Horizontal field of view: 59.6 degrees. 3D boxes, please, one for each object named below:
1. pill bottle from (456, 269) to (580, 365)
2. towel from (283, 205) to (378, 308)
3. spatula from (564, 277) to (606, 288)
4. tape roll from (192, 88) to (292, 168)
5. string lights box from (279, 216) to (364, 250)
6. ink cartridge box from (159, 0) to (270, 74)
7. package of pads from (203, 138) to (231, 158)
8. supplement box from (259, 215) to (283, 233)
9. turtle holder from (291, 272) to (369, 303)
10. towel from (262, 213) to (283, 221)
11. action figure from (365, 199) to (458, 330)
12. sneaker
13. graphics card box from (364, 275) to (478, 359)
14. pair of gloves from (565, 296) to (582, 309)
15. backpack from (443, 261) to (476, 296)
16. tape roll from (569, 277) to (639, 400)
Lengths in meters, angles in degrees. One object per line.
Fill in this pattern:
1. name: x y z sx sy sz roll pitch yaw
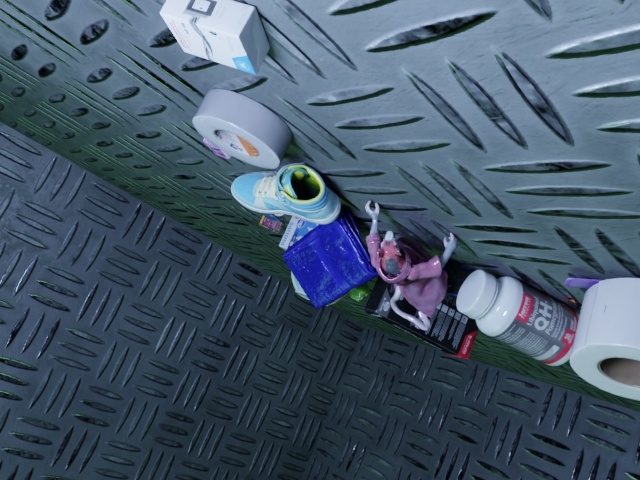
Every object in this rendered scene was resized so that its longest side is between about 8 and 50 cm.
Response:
1. pill bottle: 0.545 0.206 1.547 0.318 0.176 0.176 26 168 -10
2. towel: 0.021 0.063 1.680 0.308 0.076 0.228 -37 79 46
3. spatula: 0.708 0.132 1.263 0.296 0.030 0.084 20 168 20
4. tape roll: -0.176 -0.249 1.268 0.219 0.072 0.219 24 168 6
5. string lights box: 0.000 0.000 1.831 0.259 0.133 0.076 14 165 40
6. ink cartridge box: -0.182 -0.343 0.903 0.180 0.060 0.104 21 168 15
7. package of pads: -0.278 -0.257 1.522 0.050 0.032 0.083 21 167 23
8. supplement box: -0.189 -0.064 2.141 0.083 0.043 0.055 25 167 -5
9. turtle holder: 0.042 0.128 2.068 0.320 0.227 0.243 22 167 12
10. towel: -0.193 -0.106 2.006 0.067 0.029 0.119 13 164 42
11. action figure: 0.202 0.070 1.474 0.248 0.276 0.370 25 -177 26
12. sneaker: -0.112 -0.146 1.466 0.318 0.127 0.208 11 166 15
13. graphics card box: 0.344 0.198 1.774 0.370 0.233 0.094 28 168 -20
14. pair of gloves: 0.706 0.176 1.501 0.074 0.010 0.083 33 166 -36
15. backpack: 0.403 0.117 1.651 0.120 0.098 0.101 10 176 5
16. tape roll: 0.683 0.216 1.206 0.246 0.169 0.246 22 151 13
